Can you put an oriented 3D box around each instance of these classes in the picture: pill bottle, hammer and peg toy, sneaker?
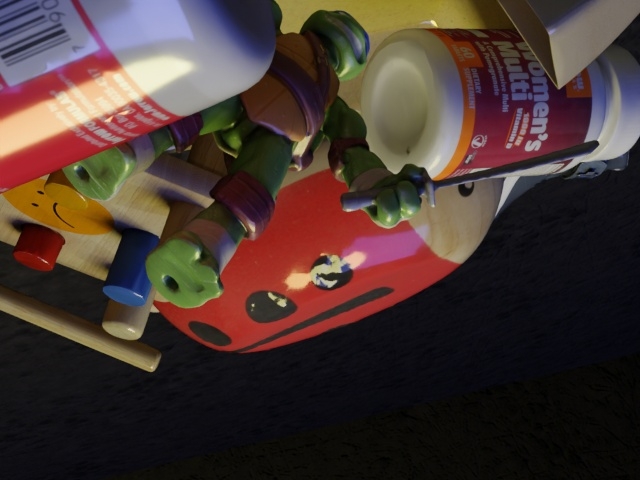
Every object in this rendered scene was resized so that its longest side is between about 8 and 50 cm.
[{"bbox_3d":[-0.250,-0.118,0.819,0.408,0.229,0.229,-21,162,12],"label":"pill bottle"},{"bbox_3d":[0.152,-0.111,1.214,0.221,0.121,0.121,-5,158,-33],"label":"pill bottle"},{"bbox_3d":[-0.215,-0.019,1.242,0.266,0.127,0.361,22,156,-12],"label":"hammer and peg toy"},{"bbox_3d":[0.254,-0.084,1.696,0.163,0.086,0.226,-7,158,-21],"label":"sneaker"}]

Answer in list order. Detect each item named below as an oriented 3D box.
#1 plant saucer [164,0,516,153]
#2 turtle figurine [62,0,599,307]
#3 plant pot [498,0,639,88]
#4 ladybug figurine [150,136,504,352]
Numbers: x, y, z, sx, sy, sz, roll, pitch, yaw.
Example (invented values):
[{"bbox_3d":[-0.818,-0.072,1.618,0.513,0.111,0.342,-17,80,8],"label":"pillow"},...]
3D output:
[{"bbox_3d":[0.010,-0.195,1.165,0.333,0.081,0.333,-13,161,-15],"label":"plant saucer"},{"bbox_3d":[-0.013,-0.094,0.955,0.275,0.198,0.266,15,-136,37],"label":"turtle figurine"},{"bbox_3d":[0.176,-0.190,1.049,0.096,0.109,0.109,-31,160,3],"label":"plant pot"},{"bbox_3d":[0.000,0.000,1.591,0.449,0.162,0.305,-25,160,24],"label":"ladybug figurine"}]
